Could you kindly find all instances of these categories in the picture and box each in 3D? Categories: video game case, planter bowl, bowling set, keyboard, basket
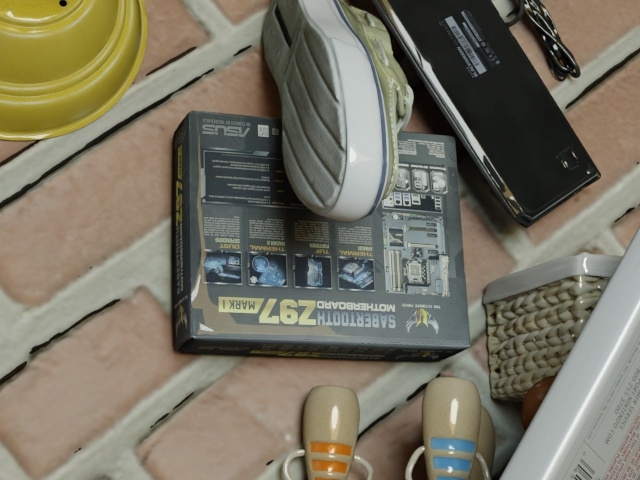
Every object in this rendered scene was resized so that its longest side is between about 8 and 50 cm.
[{"bbox_3d":[0.235,0.159,0.902,0.300,0.036,0.329,44,72,-44],"label":"video game case"},{"bbox_3d":[-0.231,-0.192,0.977,0.217,0.090,0.217,5,73,-18],"label":"planter bowl"},{"bbox_3d":[0.123,0.184,0.932,0.287,0.200,0.154,8,72,-10],"label":"bowling set"},{"bbox_3d":[0.143,-0.176,1.120,0.201,0.033,0.317,-30,88,-40],"label":"keyboard"},{"bbox_3d":[0.213,0.076,1.019,0.113,0.167,0.103,5,79,-18],"label":"basket"}]

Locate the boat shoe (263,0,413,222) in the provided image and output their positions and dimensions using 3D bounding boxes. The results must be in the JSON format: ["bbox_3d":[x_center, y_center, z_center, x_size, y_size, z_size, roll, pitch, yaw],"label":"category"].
[{"bbox_3d":[0.024,-0.118,0.972,0.094,0.109,0.302,11,35,-18],"label":"boat shoe"}]

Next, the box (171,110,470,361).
[{"bbox_3d":[0.000,0.000,1.019,0.233,0.059,0.183,3,72,-19],"label":"box"}]
